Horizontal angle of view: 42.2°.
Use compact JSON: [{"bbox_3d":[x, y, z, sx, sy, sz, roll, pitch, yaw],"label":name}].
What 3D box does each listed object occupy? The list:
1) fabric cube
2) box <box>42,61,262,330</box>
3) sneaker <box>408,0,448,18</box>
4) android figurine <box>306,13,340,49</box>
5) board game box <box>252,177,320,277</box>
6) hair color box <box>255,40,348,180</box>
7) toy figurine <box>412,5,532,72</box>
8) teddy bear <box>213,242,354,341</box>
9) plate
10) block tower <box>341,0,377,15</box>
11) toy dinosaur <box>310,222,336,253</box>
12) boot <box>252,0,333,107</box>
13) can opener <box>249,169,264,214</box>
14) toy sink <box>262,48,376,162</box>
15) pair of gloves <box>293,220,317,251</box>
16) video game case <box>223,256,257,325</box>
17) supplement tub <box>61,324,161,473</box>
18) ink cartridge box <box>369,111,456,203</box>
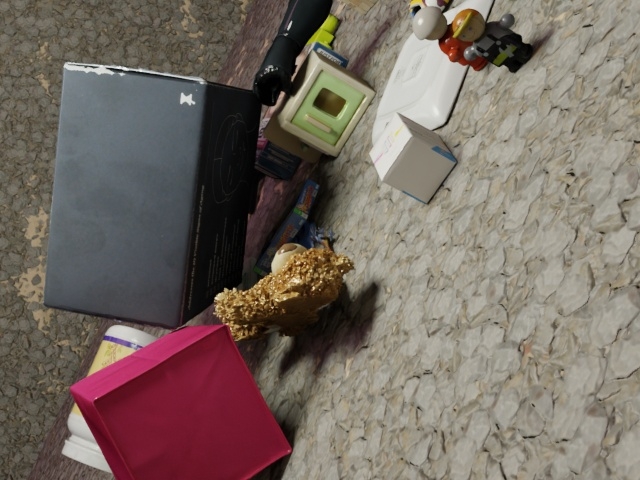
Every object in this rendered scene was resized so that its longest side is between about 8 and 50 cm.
[{"bbox_3d":[-0.248,0.309,1.439,0.259,0.254,0.258,-28,5,-25],"label":"fabric cube"},{"bbox_3d":[-0.334,-0.109,1.766,0.472,0.297,0.480,-46,-36,-80],"label":"box"},{"bbox_3d":[0.208,-0.502,1.718,0.084,0.069,0.185,-53,21,13],"label":"sneaker"},{"bbox_3d":[-0.038,-0.525,2.385,0.273,0.056,0.248,-61,20,6],"label":"android figurine"},{"bbox_3d":[-0.076,-0.027,1.830,0.201,0.035,0.136,-53,11,39],"label":"board game box"},{"bbox_3d":[-0.071,-0.334,2.157,0.347,0.105,0.174,-64,20,-3],"label":"hair color box"},{"bbox_3d":[0.263,-0.382,1.311,0.213,0.148,0.209,-61,20,7],"label":"toy figurine"},{"bbox_3d":[-0.068,0.094,1.455,0.338,0.245,0.113,100,158,-71],"label":"teddy bear"},{"bbox_3d":[0.195,-0.321,1.562,0.278,0.045,0.277,-9,57,67],"label":"plate"},{"bbox_3d":[0.168,-0.703,2.037,0.335,0.097,0.091,-36,34,50],"label":"block tower"},{"bbox_3d":[0.000,0.000,1.659,0.082,0.047,0.090,114,161,-61],"label":"toy dinosaur"},{"bbox_3d":[-0.060,-0.427,1.805,0.246,0.094,0.207,-52,19,47],"label":"boot"},{"bbox_3d":[-0.196,-0.145,2.310,0.059,0.073,0.186,-26,50,48],"label":"can opener"},{"bbox_3d":[-0.008,-0.282,1.863,0.234,0.153,0.131,-56,21,16],"label":"toy sink"},{"bbox_3d":[-0.067,0.054,1.780,0.198,0.023,0.159,-51,23,29],"label":"pair of gloves"},{"bbox_3d":[-0.194,0.135,2.003,0.143,0.019,0.157,-55,22,24],"label":"video game case"},{"bbox_3d":[-0.475,0.400,2.049,0.241,0.241,0.331,-16,50,64],"label":"supplement tub"},{"bbox_3d":[0.149,-0.142,1.381,0.090,0.092,0.143,-57,19,19],"label":"ink cartridge box"}]
